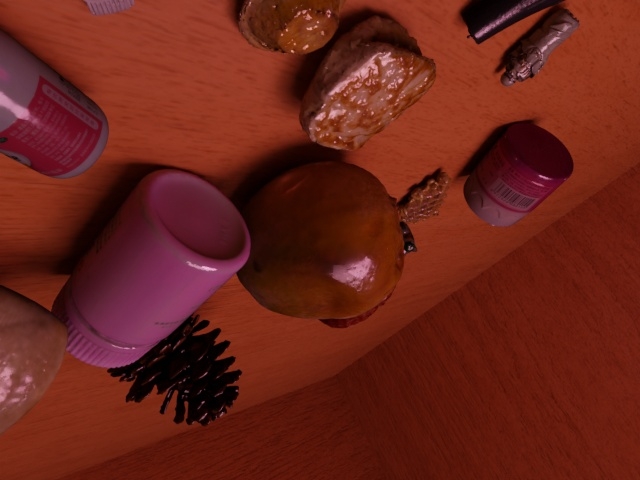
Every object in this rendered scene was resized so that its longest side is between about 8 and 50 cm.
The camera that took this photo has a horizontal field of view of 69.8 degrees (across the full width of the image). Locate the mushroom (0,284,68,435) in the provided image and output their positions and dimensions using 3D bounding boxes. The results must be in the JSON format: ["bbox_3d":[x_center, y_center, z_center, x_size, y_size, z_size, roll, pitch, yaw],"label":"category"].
[{"bbox_3d":[-0.513,0.157,0.550,0.291,0.212,0.217,-4,148,14],"label":"mushroom"}]

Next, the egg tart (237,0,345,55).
[{"bbox_3d":[-0.025,-0.236,0.491,0.128,0.049,0.129,-23,170,-4],"label":"egg tart"}]

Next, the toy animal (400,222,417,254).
[{"bbox_3d":[0.198,0.002,1.238,0.138,0.108,0.236,7,-163,24],"label":"toy animal"}]

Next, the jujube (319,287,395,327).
[{"bbox_3d":[0.061,0.088,1.086,0.232,0.213,0.213,-49,151,23],"label":"jujube"}]

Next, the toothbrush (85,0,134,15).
[{"bbox_3d":[-0.083,-0.257,0.436,0.275,0.019,0.025,-22,162,-15],"label":"toothbrush"}]

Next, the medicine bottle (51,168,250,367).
[{"bbox_3d":[-0.255,0.049,0.681,0.290,0.178,0.178,-41,155,28],"label":"medicine bottle"}]

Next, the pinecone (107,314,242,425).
[{"bbox_3d":[-0.300,0.285,1.001,0.246,0.292,0.246,-35,-162,13],"label":"pinecone"}]

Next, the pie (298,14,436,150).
[{"bbox_3d":[0.062,-0.205,0.630,0.205,0.084,0.179,-3,148,-50],"label":"pie"}]

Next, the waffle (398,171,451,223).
[{"bbox_3d":[0.270,-0.099,1.150,0.160,0.046,0.192,-37,157,21],"label":"waffle"}]

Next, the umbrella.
[{"bbox_3d":[0.363,-0.322,0.776,0.143,0.062,0.067,-48,-179,38],"label":"umbrella"}]

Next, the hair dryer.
[{"bbox_3d":[0.244,-0.374,0.537,0.235,0.091,0.271,-29,148,27],"label":"hair dryer"}]

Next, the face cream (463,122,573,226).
[{"bbox_3d":[0.460,-0.151,1.088,0.175,0.175,0.195,-16,155,-29],"label":"face cream"}]

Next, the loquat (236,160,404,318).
[{"bbox_3d":[0.000,0.000,0.787,0.283,0.276,0.276,-15,161,15],"label":"loquat"}]

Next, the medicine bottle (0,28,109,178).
[{"bbox_3d":[-0.282,-0.132,0.376,0.090,0.090,0.217,-31,157,5],"label":"medicine bottle"}]
